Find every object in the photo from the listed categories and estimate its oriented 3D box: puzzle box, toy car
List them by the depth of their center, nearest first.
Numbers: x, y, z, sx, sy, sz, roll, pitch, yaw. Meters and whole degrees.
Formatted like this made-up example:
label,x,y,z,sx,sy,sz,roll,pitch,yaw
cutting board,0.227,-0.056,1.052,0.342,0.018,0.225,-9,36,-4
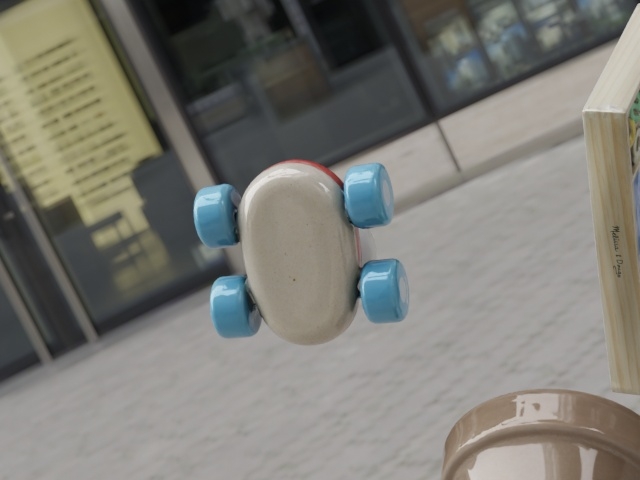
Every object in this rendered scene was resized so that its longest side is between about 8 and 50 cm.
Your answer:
label,x,y,z,sx,sy,sz,roll,pitch,yaw
toy car,0.000,0.000,1.732,0.219,0.210,0.238,-8,8,16
puzzle box,0.396,-0.049,1.801,0.052,0.408,0.272,4,37,24

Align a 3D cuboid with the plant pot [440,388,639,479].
label,x,y,z,sx,sy,sz,roll,pitch,yaw
plant pot,0.247,0.328,1.574,0.263,0.263,0.229,-21,36,31
